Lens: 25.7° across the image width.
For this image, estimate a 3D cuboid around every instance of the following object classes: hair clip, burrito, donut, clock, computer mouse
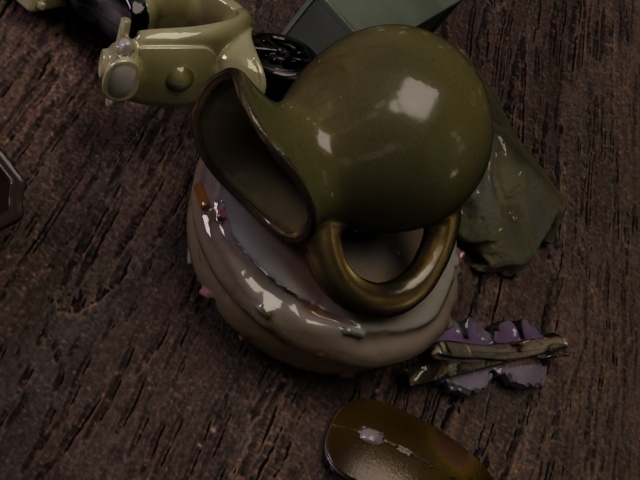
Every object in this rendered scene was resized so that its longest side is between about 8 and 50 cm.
[{"bbox_3d":[0.221,0.148,1.847,0.292,0.084,0.106,-1,58,-40],"label":"hair clip"},{"bbox_3d":[0.223,-0.113,1.988,0.332,0.135,0.190,54,40,4],"label":"burrito"},{"bbox_3d":[0.000,0.000,1.749,0.382,0.142,0.382,17,52,-24],"label":"donut"},{"bbox_3d":[-0.205,-0.269,1.749,0.276,0.120,0.379,-18,47,-38],"label":"clock"},{"bbox_3d":[0.117,0.284,1.697,0.245,0.056,0.126,33,47,-9],"label":"computer mouse"}]

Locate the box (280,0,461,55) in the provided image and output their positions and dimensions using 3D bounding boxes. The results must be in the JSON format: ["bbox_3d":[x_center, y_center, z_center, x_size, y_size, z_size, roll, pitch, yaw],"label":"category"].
[{"bbox_3d":[0.040,-0.270,1.903,0.117,0.225,0.225,49,46,5],"label":"box"}]

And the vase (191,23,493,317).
[{"bbox_3d":[0.045,-0.070,1.606,0.302,0.241,0.329,-21,98,-29],"label":"vase"}]

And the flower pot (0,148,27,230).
[{"bbox_3d":[-0.453,-0.040,1.508,0.179,0.084,0.251,51,43,4],"label":"flower pot"}]
